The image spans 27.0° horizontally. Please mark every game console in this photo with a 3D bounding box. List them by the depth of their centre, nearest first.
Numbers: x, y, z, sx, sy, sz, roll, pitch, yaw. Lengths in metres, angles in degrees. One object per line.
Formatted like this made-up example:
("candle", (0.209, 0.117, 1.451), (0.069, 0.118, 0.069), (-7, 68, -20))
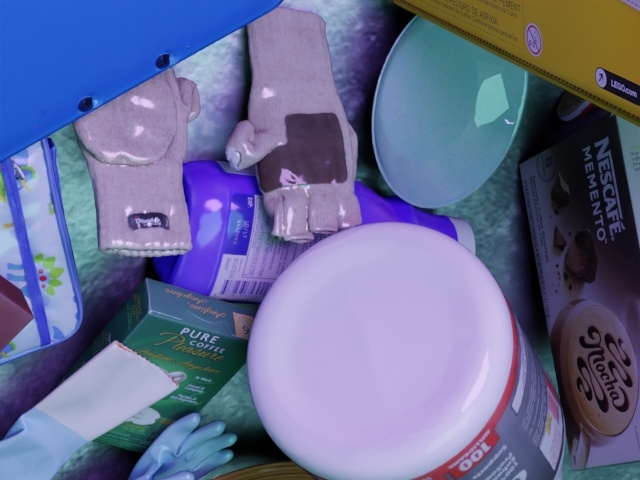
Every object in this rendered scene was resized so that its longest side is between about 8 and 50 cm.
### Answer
("game console", (-0.207, -0.241, 0.956), (0.293, 0.250, 0.173), (-31, 160, -10))

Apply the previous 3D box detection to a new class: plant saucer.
("plant saucer", (0.106, -0.126, 1.171), (0.195, 0.037, 0.195), (-17, 118, -36))

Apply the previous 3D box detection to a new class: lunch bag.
("lunch bag", (-0.282, -0.005, 1.038), (0.176, 0.090, 0.219), (-15, 118, -21))

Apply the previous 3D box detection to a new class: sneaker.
("sneaker", (0.281, -0.141, 1.259), (0.118, 0.042, 0.067), (-45, 118, -4))

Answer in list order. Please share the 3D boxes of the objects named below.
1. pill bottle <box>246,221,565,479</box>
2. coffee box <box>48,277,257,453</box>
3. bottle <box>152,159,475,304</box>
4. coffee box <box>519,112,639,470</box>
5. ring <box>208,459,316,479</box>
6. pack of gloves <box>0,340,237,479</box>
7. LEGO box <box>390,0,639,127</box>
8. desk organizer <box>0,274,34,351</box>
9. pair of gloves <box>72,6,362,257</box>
("pill bottle", (0.095, 0.147, 1.137), (0.210, 0.210, 0.363), (-43, 148, -2))
("coffee box", (-0.143, 0.111, 1.130), (0.113, 0.040, 0.184), (18, 132, -29))
("bottle", (0.000, 0.000, 1.162), (0.282, 0.092, 0.118), (4, 113, -26))
("coffee box", (0.290, 0.046, 1.190), (0.118, 0.168, 0.297), (-3, 78, -23))
("ring", (-0.080, 0.346, 1.262), (0.336, 0.032, 0.337), (-18, 132, -21))
("pack of gloves", (-0.195, 0.204, 1.130), (0.232, 0.046, 0.195), (-36, 135, 13))
("LEGO box", (0.195, -0.313, 0.882), (0.193, 0.500, 0.373), (-14, 117, -18))
("desk organizer", (-0.281, 0.079, 0.996), (0.130, 0.047, 0.050), (-45, 128, 2))
("pair of gloves", (-0.082, -0.087, 1.064), (0.240, 0.042, 0.204), (-7, 74, -26))
